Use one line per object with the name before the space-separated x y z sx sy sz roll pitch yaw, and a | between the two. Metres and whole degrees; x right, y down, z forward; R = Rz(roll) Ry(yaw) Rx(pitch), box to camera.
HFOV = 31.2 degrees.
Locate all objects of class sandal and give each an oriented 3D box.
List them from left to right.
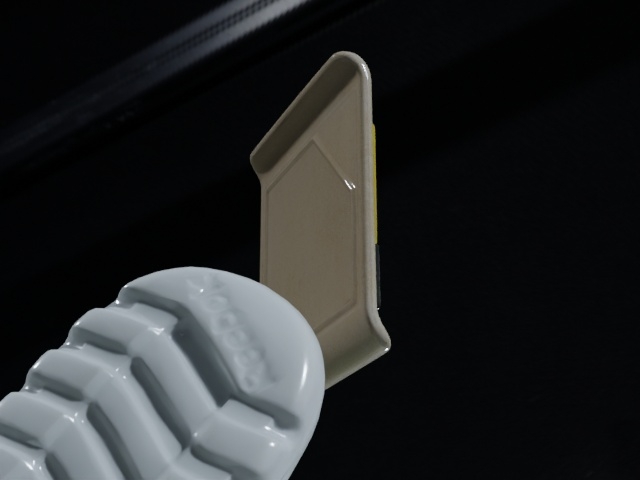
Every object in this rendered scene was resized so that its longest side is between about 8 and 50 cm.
sandal | -0.145 0.184 0.480 0.169 0.102 0.416 37 -113 28

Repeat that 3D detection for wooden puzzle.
wooden puzzle | 0.000 0.000 0.929 0.221 0.044 0.239 138 -49 -59
